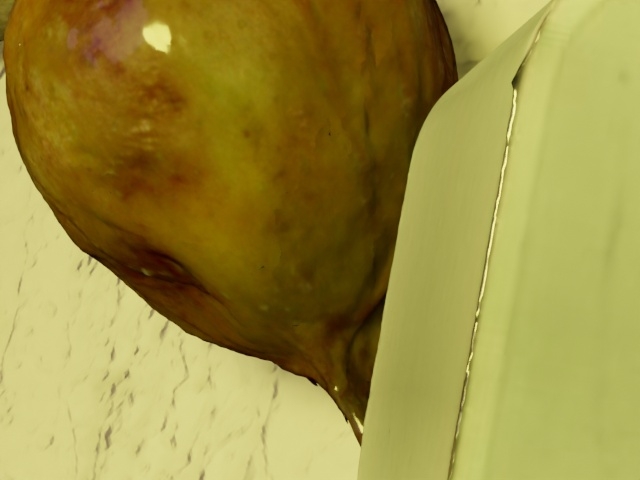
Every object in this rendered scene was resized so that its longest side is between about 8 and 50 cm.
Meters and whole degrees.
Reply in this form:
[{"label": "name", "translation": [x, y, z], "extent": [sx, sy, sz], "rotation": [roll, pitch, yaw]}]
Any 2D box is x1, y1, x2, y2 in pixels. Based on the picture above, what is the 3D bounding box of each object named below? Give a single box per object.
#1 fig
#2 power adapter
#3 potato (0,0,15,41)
[{"label": "fig", "translation": [-0.033, 0.004, 0.629], "extent": [0.190, 0.190, 0.290], "rotation": [-5, 85, 45]}, {"label": "power adapter", "translation": [0.083, 0.032, 0.470], "extent": [0.255, 0.124, 0.187], "rotation": [163, 118, -85]}, {"label": "potato", "translation": [-0.208, -0.177, 0.924], "extent": [0.202, 0.182, 0.117], "rotation": [-17, 103, 49]}]
